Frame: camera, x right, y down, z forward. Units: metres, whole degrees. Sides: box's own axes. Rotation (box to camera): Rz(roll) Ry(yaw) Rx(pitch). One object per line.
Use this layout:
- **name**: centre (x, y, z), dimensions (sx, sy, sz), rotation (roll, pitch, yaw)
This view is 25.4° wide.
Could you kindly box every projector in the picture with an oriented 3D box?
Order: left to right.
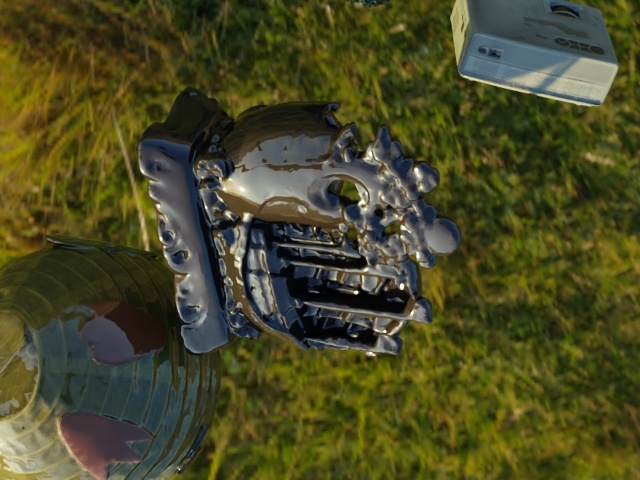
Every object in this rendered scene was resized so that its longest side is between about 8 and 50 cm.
- **projector**: centre (0.204, -0.190, 1.379), dimensions (0.147, 0.115, 0.061), rotation (12, 127, -8)

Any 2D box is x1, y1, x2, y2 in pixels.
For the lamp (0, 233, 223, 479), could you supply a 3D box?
- **lamp**: centre (-0.199, 0.127, 1.305), dimensions (0.250, 0.250, 0.284), rotation (-40, 154, 18)

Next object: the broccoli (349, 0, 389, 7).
- **broccoli**: centre (0.013, -0.272, 1.085), dimensions (0.195, 0.195, 0.156), rotation (-26, 159, 10)

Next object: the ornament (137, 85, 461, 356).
- **ornament**: centre (0.000, 0.000, 1.104), dimensions (0.260, 0.106, 0.251), rotation (11, 129, 27)
